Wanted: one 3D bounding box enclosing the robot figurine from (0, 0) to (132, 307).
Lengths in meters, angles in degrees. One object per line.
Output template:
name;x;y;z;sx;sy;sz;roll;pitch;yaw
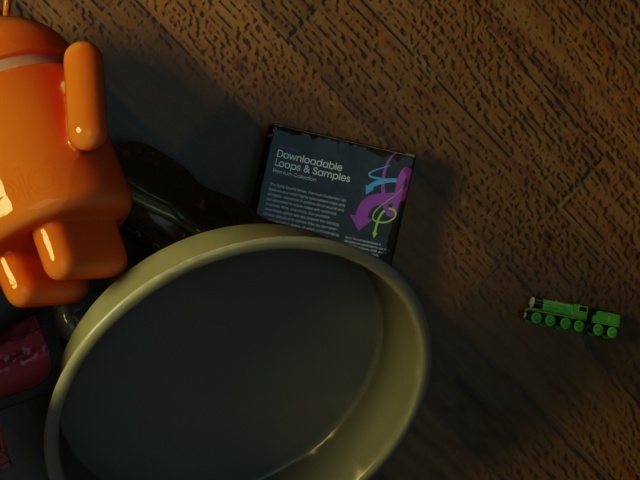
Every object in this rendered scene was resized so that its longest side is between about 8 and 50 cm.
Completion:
robot figurine;-0.209;-0.064;1.328;0.128;0.158;0.219;-19;75;-17

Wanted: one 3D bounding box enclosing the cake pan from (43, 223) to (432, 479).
cake pan;-0.062;0.105;1.373;0.293;0.054;0.293;-13;130;-17

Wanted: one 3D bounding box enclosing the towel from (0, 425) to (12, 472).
towel;-0.389;0.102;1.266;0.329;0.037;0.237;-22;66;-1

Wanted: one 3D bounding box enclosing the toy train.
toy train;0.202;0.061;1.522;0.083;0.017;0.024;12;82;-15

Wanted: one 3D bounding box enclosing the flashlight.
flashlight;-0.267;0.092;1.358;0.304;0.103;0.103;-19;102;-11

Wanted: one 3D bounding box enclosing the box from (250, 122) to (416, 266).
box;0.000;0.000;1.457;0.116;0.029;0.162;13;93;-14

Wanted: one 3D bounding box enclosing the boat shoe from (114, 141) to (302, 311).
boat shoe;-0.090;-0.001;1.411;0.178;0.064;0.060;35;127;-2
